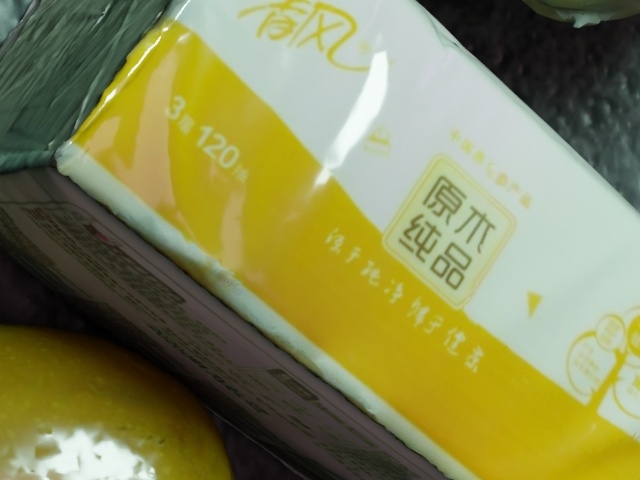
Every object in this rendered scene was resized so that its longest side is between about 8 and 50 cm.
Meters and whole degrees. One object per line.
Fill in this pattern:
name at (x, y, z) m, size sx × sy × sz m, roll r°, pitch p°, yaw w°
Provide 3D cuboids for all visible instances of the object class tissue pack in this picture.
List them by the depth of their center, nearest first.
tissue pack at (0.000, 0.000, 0.623) m, size 0.225 × 0.185 × 0.124 m, roll 40°, pitch 73°, yaw -21°

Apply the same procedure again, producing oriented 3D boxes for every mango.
mango at (-0.137, 0.099, 0.605) m, size 0.227 × 0.099 × 0.136 m, roll -7°, pitch 99°, yaw -21°

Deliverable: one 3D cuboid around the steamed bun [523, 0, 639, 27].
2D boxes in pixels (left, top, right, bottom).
steamed bun at (0.112, -0.228, 0.664) m, size 0.268 × 0.207 × 0.280 m, roll -2°, pitch 114°, yaw 11°
